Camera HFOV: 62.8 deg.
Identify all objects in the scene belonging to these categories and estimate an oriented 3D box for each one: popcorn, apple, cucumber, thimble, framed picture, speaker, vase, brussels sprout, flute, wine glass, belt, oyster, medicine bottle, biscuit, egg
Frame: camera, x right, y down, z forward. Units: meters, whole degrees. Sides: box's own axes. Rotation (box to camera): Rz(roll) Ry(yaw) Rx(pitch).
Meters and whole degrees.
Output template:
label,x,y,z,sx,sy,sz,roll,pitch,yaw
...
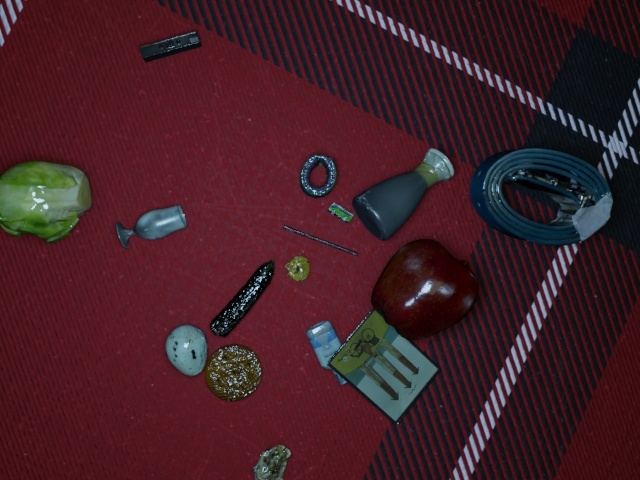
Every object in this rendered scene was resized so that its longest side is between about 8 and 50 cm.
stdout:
label,x,y,z,sx,sy,sz,roll,pitch,yaw
popcorn,-0.073,0.091,1.701,0.084,0.084,0.084,0,90,-5
apple,0.323,0.150,1.641,0.317,0.288,0.288,-41,93,4
cucumber,-0.240,0.182,1.690,0.072,0.072,0.300,40,87,-3
thimble,-0.009,-0.207,1.702,0.119,0.090,0.135,9,88,-5
framed picture,0.213,0.414,1.729,0.324,0.013,0.244,43,82,-9
speaker,-0.482,-0.624,1.689,0.191,0.046,0.040,-17,92,-4
vase,0.275,-0.157,1.695,0.321,0.173,0.173,-37,92,-9
brussels sprout,-0.833,-0.111,1.551,0.295,0.259,0.227,-13,84,-4
flute,0.000,0.000,1.740,0.270,0.014,0.014,20,88,-4
wine glass,-0.530,-0.047,1.659,0.202,0.093,0.092,-17,91,-5
belt,0.717,-0.141,1.723,0.437,0.173,0.300,15,97,-1
oyster,-0.160,0.728,1.704,0.108,0.053,0.165,20,95,6
medicine bottle,0.033,0.370,1.719,0.090,0.054,0.208,-26,93,-8
biscuit,-0.284,0.430,1.707,0.188,0.027,0.187,0,90,-5
egg,-0.414,0.345,1.648,0.131,0.131,0.164,-24,102,-4

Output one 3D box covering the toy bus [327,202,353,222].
label,x,y,z,sx,sy,sz,roll,pitch,yaw
toy bus,0.065,-0.090,1.738,0.083,0.031,0.037,32,80,-4
